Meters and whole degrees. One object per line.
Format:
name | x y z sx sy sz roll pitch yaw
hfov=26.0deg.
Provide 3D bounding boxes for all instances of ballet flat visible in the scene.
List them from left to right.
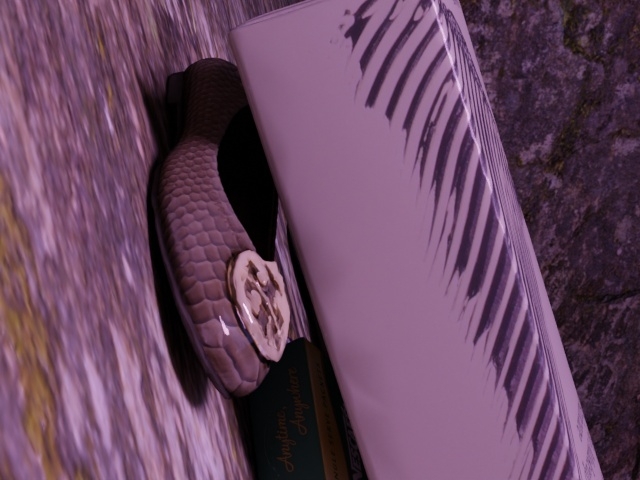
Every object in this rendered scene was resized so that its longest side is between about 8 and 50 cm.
ballet flat | -0.036 -0.020 0.631 0.250 0.058 0.084 -97 171 -60

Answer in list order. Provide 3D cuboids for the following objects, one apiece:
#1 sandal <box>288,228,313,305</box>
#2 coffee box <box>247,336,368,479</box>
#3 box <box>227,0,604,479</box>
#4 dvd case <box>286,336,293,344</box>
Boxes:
sandal | 0.000 0.000 1.139 0.179 0.040 0.067 -97 171 -62
coffee box | 0.031 0.140 0.711 0.184 0.040 0.113 45 26 -41
box | 0.051 0.019 0.635 0.113 0.094 0.275 -43 116 -75
dvd case | 0.031 0.151 0.891 0.164 0.018 0.221 62 4 16
